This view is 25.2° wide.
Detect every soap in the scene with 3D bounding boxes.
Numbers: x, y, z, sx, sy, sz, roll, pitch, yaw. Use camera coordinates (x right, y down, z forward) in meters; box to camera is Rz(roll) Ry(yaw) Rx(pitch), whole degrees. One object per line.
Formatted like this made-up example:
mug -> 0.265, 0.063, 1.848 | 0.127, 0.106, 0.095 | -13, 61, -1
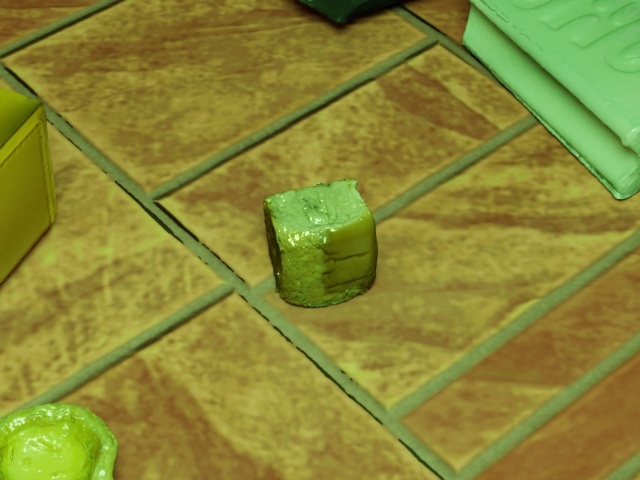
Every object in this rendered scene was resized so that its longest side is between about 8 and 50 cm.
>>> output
soap -> 0.245, -0.168, 1.256 | 0.150, 0.094, 0.261 | -23, 52, -22

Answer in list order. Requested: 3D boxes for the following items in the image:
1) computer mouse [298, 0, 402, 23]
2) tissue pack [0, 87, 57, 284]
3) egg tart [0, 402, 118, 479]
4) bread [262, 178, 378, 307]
computer mouse -> 0.068, -0.283, 1.364 | 0.264, 0.088, 0.147 | -18, 66, -19
tissue pack -> -0.348, 0.002, 1.042 | 0.194, 0.145, 0.274 | 21, 49, 15
egg tart -> -0.185, 0.157, 0.969 | 0.105, 0.039, 0.105 | 1, 46, -1
bread -> 0.001, 0.000, 1.104 | 0.083, 0.070, 0.076 | -12, 47, -10
